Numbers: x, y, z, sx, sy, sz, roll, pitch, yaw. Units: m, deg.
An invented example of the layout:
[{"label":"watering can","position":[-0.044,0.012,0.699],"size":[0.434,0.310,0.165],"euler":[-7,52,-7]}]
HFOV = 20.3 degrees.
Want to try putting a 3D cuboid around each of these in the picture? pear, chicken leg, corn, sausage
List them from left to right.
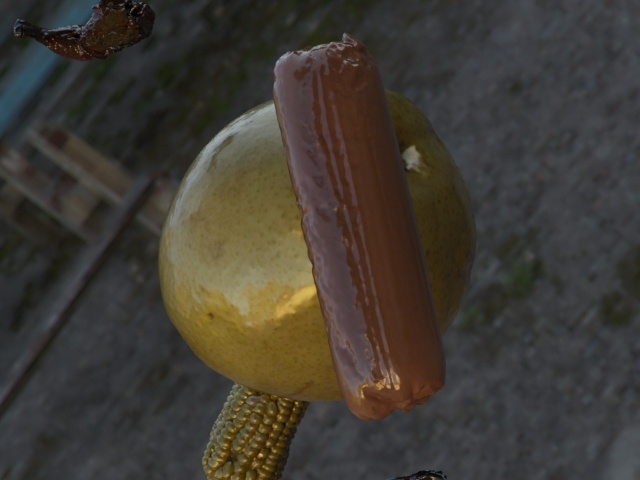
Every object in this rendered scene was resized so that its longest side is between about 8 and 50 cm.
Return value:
[{"label":"chicken leg","position":[-0.227,-0.205,1.749],"size":[0.145,0.062,0.037],"euler":[-22,14,-24]},{"label":"corn","position":[-0.042,0.162,2.041],"size":[0.291,0.101,0.101],"euler":[-62,12,7]},{"label":"pear","position":[0.000,0.000,1.676],"size":[0.314,0.314,0.314],"euler":[-48,14,16]},{"label":"sausage","position":[0.028,-0.012,1.320],"size":[0.086,0.086,0.289],"euler":[-31,68,57]}]

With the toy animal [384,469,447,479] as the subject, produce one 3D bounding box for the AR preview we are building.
[{"label":"toy animal","position":[0.124,0.402,1.795],"size":[0.183,0.247,0.310],"euler":[76,-174,-61]}]
